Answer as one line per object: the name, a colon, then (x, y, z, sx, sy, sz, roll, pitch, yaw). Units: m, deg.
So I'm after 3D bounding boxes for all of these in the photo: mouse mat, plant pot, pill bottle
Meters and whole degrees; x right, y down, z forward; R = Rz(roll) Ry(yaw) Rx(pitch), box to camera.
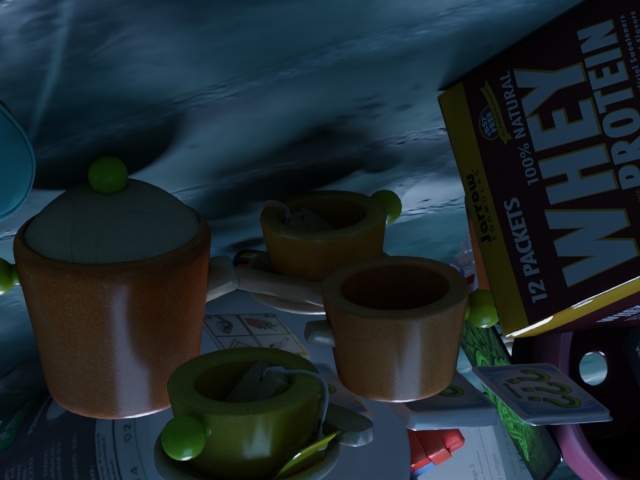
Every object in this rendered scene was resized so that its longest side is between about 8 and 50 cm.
mouse mat: (0.135, 0.107, 1.479, 0.007, 0.153, 0.190, -27, 167, -4)
plant pot: (0.232, 0.094, 1.480, 0.201, 0.201, 0.180, -10, -178, -17)
pill bottle: (-0.119, 0.178, 1.386, 0.204, 0.204, 0.361, -3, 162, -38)

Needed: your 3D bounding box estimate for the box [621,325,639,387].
box: (0.361, 0.116, 1.197, 0.179, 0.343, 0.312, -11, 152, -16)

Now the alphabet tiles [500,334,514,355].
alphabet tiles: (0.289, 0.068, 1.757, 0.284, 0.021, 0.278, -7, 164, -28)

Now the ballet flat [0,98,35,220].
ballet flat: (-0.189, -0.044, 0.749, 0.067, 0.073, 0.206, 10, 175, 27)

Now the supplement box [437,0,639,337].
supplement box: (0.200, -0.047, 0.965, 0.194, 0.129, 0.191, -3, 163, -39)

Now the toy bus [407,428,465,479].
toy bus: (0.026, 0.210, 1.836, 0.211, 0.149, 0.220, -29, 162, 6)

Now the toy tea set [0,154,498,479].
toy tea set: (0.000, 0.000, 1.004, 0.200, 0.124, 0.336, 17, -150, 38)

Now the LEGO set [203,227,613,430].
LEGO set: (0.032, 0.039, 1.100, 0.182, 0.060, 0.244, -1, -163, -17)

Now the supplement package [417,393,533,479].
supplement package: (0.130, 0.235, 2.086, 0.179, 0.105, 0.105, -22, 165, 27)
